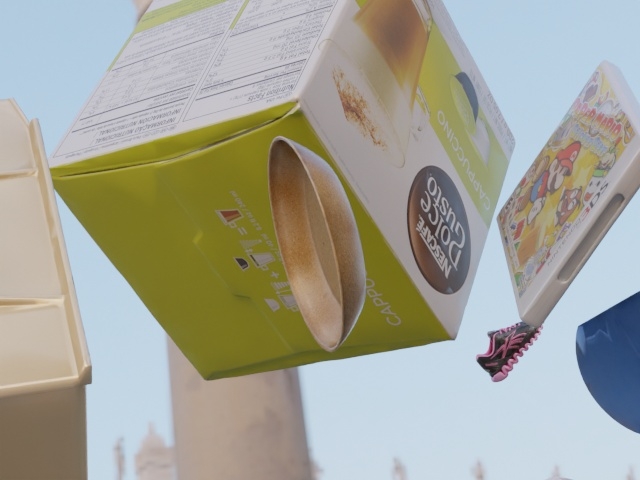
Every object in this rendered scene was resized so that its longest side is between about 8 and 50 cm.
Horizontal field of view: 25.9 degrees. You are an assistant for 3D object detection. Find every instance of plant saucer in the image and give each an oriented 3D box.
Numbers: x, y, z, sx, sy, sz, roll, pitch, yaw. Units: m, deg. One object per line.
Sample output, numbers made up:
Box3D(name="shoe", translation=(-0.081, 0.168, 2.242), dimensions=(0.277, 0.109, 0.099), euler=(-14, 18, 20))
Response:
Box3D(name="plant saucer", translation=(0.000, 0.000, 0.524), dimensions=(0.015, 0.083, 0.083), euler=(-14, -26, -14))

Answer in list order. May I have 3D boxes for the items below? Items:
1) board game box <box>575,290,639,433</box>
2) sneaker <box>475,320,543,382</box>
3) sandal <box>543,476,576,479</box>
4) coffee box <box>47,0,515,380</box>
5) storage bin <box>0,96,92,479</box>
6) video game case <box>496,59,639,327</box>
Box3D(name="board game box", translation=(0.349, 0.123, 1.472), dimensions=(0.033, 0.133, 0.168), euler=(-24, -11, -43))
Box3D(name="sneaker", translation=(0.259, 0.135, 1.908), dimensions=(0.119, 0.057, 0.047), euler=(-51, 2, -4))
Box3D(name="sandal", translation=(0.272, 0.290, 1.427), dimensions=(0.102, 0.076, 0.265), euler=(-53, -50, -2))
Box3D(name="coffee box", translation=(-0.029, -0.091, 1.528), dimensions=(0.338, 0.334, 0.338), euler=(-12, -52, 33))
Box3D(name="storage bin", translation=(-0.219, 0.087, 0.860), dimensions=(0.123, 0.260, 0.262), euler=(-7, -47, -15))
Box3D(name="video game case", translation=(0.243, -0.051, 1.345), dimensions=(0.026, 0.227, 0.206), euler=(27, -67, -11))
